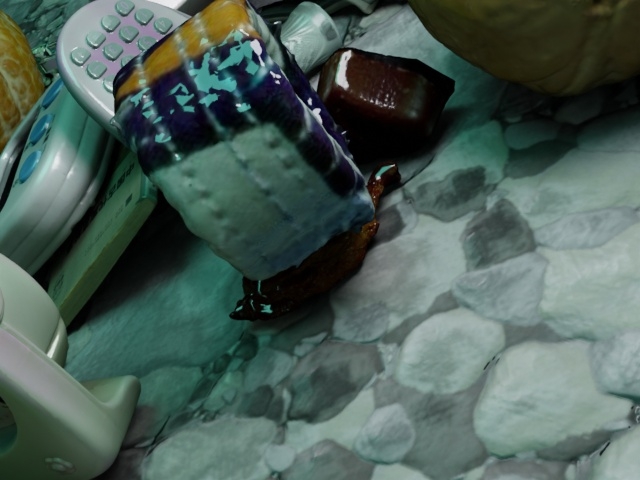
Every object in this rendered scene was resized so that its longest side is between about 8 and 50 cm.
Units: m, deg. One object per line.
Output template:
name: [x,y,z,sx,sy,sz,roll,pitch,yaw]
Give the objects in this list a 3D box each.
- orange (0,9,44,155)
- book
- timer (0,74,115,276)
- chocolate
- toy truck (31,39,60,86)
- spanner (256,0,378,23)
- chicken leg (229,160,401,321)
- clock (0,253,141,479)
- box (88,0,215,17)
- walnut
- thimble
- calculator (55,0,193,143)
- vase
orange: [-0.538,-0.190,1.441,0.329,0.249,0.329,-19,36,14]
book: [-0.240,-0.054,1.174,0.215,0.025,0.283,-50,27,25]
timer: [-0.325,-0.072,1.221,0.237,0.087,0.262,-42,30,34]
chocolate: [0.053,-0.128,1.036,0.148,0.125,0.080,-5,61,28]
toy truck: [-0.383,-0.291,1.595,0.175,0.067,0.081,-13,35,31]
spanner: [0.019,-0.322,1.287,0.324,0.096,0.040,2,50,40]
chicken leg: [0.002,0.003,0.972,0.219,0.048,0.089,-40,40,-8]
clock: [-0.335,0.093,0.897,0.265,0.324,0.109,-9,43,28]
box: [-0.195,-0.351,1.409,0.252,0.106,0.203,-48,7,-14]
walnut: [0.215,-0.285,0.943,0.332,0.333,0.333,-21,38,17]
thimble: [-0.062,-0.086,0.908,0.150,0.237,0.237,-32,36,10]
calculator: [-0.138,-0.150,1.101,0.186,0.298,0.041,-61,4,-35]
vase: [-0.074,-0.187,1.214,0.219,0.096,0.096,-42,37,-15]
